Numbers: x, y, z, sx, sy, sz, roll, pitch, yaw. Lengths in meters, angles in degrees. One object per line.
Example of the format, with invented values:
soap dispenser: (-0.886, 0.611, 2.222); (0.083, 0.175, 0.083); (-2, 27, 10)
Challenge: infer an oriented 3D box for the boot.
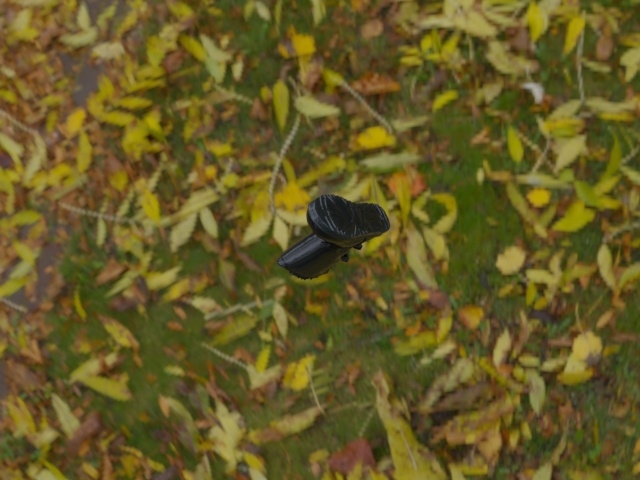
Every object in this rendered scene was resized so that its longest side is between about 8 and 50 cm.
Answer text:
boot: (0.000, 0.000, 1.149); (0.099, 0.121, 0.045); (-32, 71, 30)
